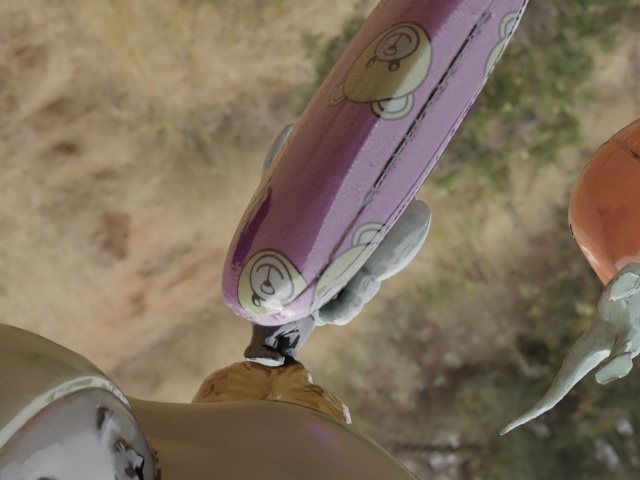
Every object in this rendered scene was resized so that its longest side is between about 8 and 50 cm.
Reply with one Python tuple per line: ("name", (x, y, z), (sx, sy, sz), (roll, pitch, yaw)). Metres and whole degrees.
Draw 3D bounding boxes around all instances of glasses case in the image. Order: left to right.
("glasses case", (0.040, -0.081, 1.140), (0.316, 0.076, 0.123), (-57, -160, -16))

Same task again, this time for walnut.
("walnut", (-0.048, 0.182, 1.582), (0.166, 0.166, 0.149), (-37, -160, 51))

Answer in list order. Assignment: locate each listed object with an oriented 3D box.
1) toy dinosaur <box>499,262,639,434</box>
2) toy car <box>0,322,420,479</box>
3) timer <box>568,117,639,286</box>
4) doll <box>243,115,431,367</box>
("toy dinosaur", (0.226, 0.057, 1.330), (0.242, 0.053, 0.167), (-50, 173, 11))
("toy car", (-0.126, 0.119, 0.694), (0.242, 0.336, 0.226), (-41, 140, -48))
("timer", (0.385, -0.025, 1.884), (0.215, 0.229, 0.229), (-34, 175, 2))
("doll", (0.013, 0.000, 1.761), (0.153, 0.258, 0.195), (3, -172, 37))
